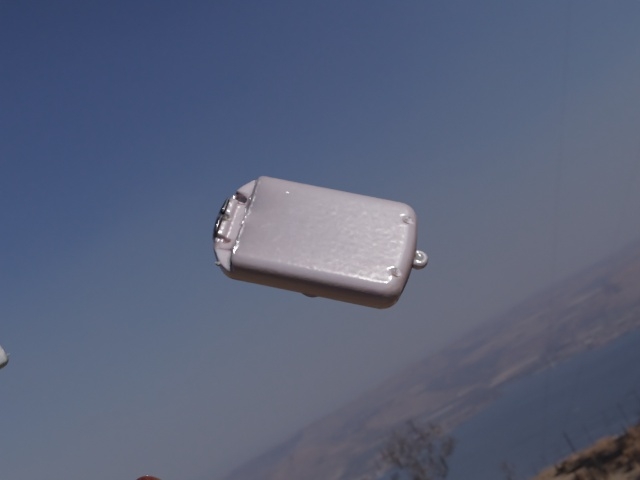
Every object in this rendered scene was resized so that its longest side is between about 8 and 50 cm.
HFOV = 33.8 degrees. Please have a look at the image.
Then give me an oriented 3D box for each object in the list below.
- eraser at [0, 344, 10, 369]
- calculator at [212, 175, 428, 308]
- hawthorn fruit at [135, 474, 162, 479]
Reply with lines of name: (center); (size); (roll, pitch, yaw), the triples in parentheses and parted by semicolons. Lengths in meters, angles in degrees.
eraser: (-0.444, 0.163, 0.828); (0.397, 0.082, 0.213); (-31, 6, -18)
calculator: (0.000, 0.000, 0.844); (0.032, 0.175, 0.100); (92, -168, -53)
hawthorn fruit: (-0.195, 0.308, 1.204); (0.077, 0.077, 0.077); (-28, -8, -4)
